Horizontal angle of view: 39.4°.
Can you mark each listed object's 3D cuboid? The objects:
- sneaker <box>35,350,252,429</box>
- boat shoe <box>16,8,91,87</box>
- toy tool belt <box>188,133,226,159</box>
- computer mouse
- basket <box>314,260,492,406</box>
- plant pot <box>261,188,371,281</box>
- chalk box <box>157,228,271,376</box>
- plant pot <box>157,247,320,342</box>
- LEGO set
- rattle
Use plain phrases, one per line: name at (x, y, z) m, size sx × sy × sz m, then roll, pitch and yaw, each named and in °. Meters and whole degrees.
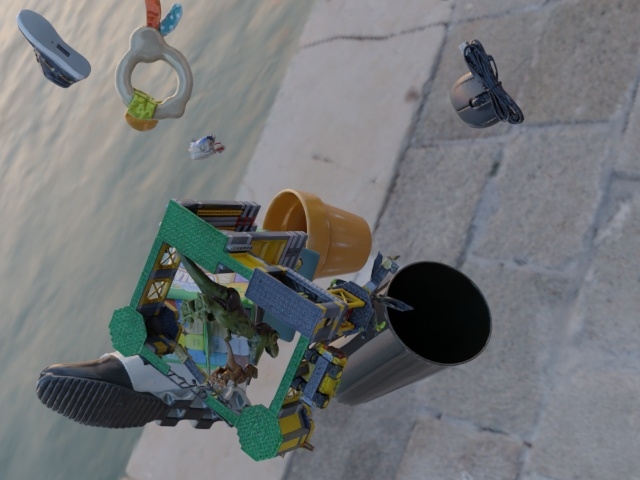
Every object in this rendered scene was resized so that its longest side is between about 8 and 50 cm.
sneaker at (-0.269, 0.201, 1.365) m, size 0.122 × 0.330 × 0.146 m, roll -48°, pitch 43°, yaw 40°
boat shoe at (-0.567, -0.388, 1.846) m, size 0.083 × 0.183 × 0.065 m, roll -21°, pitch 36°, yaw 37°
toy tool belt at (-0.245, -0.206, 1.907) m, size 0.083 × 0.052 × 0.051 m, roll -18°, pitch 83°, yaw 34°
computer mouse at (0.312, -0.291, 1.817) m, size 0.072 × 0.188 × 0.272 m, roll -31°, pitch 0°, yaw -1°
basket at (0.101, 0.147, 1.303) m, size 0.227 × 0.204 × 0.154 m, roll -38°, pitch 68°, yaw 44°
plant pot at (0.000, 0.000, 1.936) m, size 0.205 × 0.188 × 0.205 m, roll -13°, pitch 74°, yaw 57°
chalk box at (-0.147, 0.091, 1.231) m, size 0.213 × 0.132 × 0.132 m, roll -80°, pitch -3°, yaw -52°
plant pot at (-0.156, 0.053, 1.529) m, size 0.166 × 0.234 × 0.165 m, roll 11°, pitch 80°, yaw 45°
LEGO set at (-0.068, 0.092, 1.067) m, size 0.331 × 0.192 × 0.255 m, roll 23°, pitch 103°, yaw 30°
rattle at (-0.275, -0.291, 1.477) m, size 0.143 × 0.130 × 0.199 m, roll 75°, pitch -171°, yaw -88°
